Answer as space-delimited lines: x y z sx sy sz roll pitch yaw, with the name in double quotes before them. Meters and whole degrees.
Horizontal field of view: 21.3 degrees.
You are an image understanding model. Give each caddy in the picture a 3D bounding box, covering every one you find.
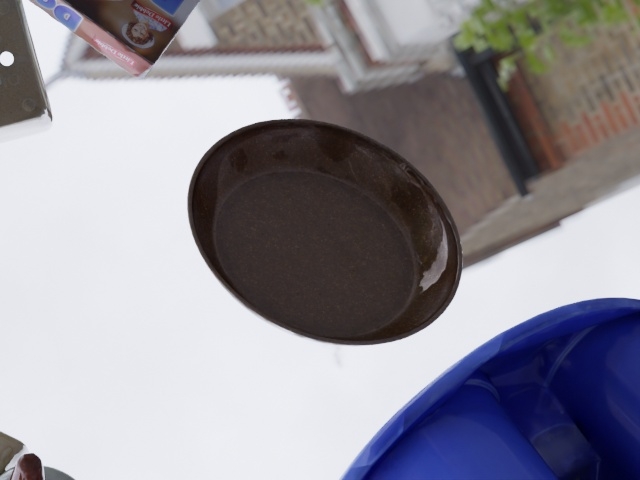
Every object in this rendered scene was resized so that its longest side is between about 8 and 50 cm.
"caddy" 0.104 0.184 0.809 0.241 0.341 0.179 -19 -136 -26

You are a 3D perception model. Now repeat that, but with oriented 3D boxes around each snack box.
"snack box" -0.155 -0.166 0.954 0.178 0.022 0.064 36 -128 -8

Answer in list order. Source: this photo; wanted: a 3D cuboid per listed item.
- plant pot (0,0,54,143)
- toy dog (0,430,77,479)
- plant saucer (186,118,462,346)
"plant pot" -0.213 -0.101 0.991 0.109 0.096 0.109 -16 -79 -16
"toy dog" -0.226 0.259 1.072 0.161 0.220 0.333 91 -175 -60
"plant saucer" 0.000 0.000 1.178 0.199 0.036 0.198 12 -131 -14
